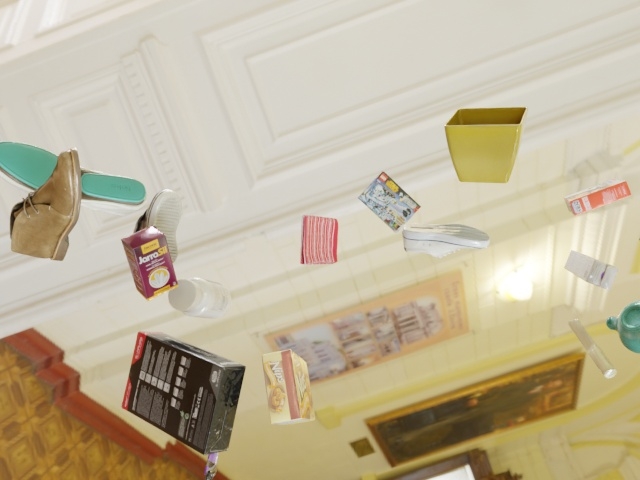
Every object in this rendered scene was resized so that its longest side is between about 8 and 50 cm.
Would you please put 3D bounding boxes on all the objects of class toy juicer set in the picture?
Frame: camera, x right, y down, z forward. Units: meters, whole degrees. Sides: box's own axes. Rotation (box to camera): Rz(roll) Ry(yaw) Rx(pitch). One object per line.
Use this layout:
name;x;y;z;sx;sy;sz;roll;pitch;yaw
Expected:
toy juicer set;0.730;0.219;1.215;0.089;0.329;0.209;31;45;-22

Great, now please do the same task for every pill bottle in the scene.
pill bottle;-0.407;0.192;1.833;0.229;0.131;0.131;34;36;-71

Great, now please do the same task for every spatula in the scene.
spatula;-0.292;0.607;1.465;0.296;0.030;0.084;127;-26;-74

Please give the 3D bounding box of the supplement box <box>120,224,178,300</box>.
supplement box;-0.494;0.066;1.588;0.081;0.104;0.188;30;-44;41

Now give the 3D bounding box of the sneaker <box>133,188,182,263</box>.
sneaker;-0.528;-0.049;1.740;0.127;0.126;0.321;36;-46;19

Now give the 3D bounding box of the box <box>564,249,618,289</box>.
box;0.756;0.078;1.539;0.324;0.063;0.067;-11;122;-75

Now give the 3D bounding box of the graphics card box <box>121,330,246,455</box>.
graphics card box;-0.384;0.405;1.500;0.094;0.371;0.232;16;85;-52

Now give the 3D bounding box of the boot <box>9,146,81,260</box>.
boot;-0.572;-0.069;1.138;0.305;0.115;0.112;-55;-137;34

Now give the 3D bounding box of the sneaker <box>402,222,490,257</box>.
sneaker;0.377;0.004;1.656;0.094;0.258;0.091;-59;151;-55

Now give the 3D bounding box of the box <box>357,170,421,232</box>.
box;0.176;-0.098;1.397;0.137;0.094;0.027;43;1;-6

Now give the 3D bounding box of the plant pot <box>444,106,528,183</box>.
plant pot;0.502;-0.284;1.644;0.212;0.212;0.187;-48;135;-54

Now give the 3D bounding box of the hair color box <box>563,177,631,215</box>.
hair color box;0.853;-0.137;1.689;0.053;0.167;0.093;65;17;-7

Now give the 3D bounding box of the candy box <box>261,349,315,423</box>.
candy box;-0.086;0.430;1.574;0.316;0.088;0.182;69;9;-70

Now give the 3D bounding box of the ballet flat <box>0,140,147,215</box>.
ballet flat;-0.671;-0.141;1.454;0.400;0.139;0.139;15;42;-33

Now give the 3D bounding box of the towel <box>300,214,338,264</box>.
towel;0.000;0.000;2.228;0.275;0.031;0.198;2;90;-61
